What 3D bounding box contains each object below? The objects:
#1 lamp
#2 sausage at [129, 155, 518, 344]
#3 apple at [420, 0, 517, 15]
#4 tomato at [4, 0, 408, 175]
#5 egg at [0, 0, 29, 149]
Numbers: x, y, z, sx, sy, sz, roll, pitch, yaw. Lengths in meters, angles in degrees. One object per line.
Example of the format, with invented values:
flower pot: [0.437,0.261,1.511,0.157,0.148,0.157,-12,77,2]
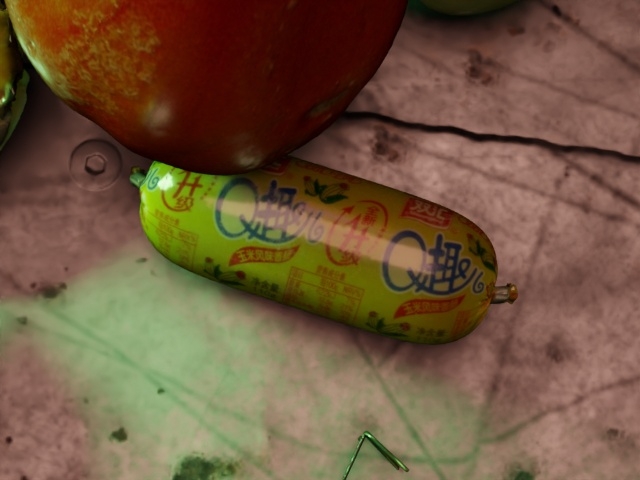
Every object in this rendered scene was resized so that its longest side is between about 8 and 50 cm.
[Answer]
lamp: [0.019,0.222,1.353,0.054,0.041,0.121,38,81,15]
sausage: [0.000,0.000,1.360,0.347,0.123,0.123,17,76,2]
apple: [0.125,-0.364,1.401,0.258,0.233,0.295,-44,83,-8]
tomato: [-0.088,-0.223,1.262,0.325,0.290,0.293,-11,52,-47]
egg: [-0.400,-0.184,1.340,0.337,0.201,0.337,-2,109,-7]
